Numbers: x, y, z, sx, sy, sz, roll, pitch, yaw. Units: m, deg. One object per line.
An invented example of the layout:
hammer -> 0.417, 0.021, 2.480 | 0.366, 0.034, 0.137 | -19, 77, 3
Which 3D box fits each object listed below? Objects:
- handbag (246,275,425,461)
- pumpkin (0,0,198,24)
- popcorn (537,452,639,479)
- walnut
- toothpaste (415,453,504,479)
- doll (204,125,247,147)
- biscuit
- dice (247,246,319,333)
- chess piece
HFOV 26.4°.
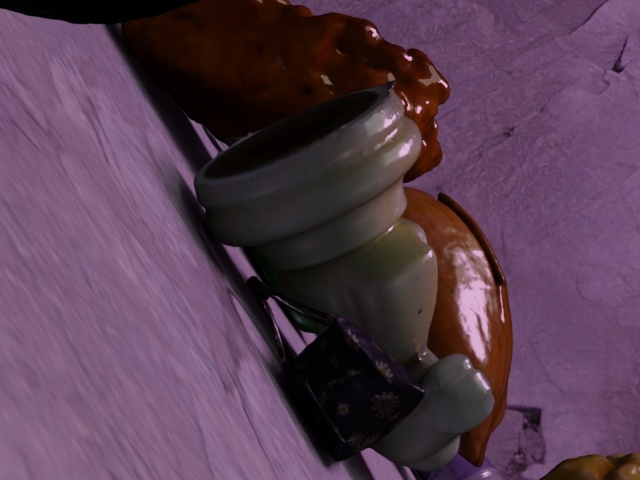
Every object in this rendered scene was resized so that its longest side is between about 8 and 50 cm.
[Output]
handbag -> -0.002, 0.078, 0.906 | 0.139, 0.072, 0.115 | 45, -1, 7
pumpkin -> -0.115, -0.207, 0.535 | 0.248, 0.248, 0.248 | 58, 2, -3
popcorn -> 0.320, 0.357, 1.421 | 0.274, 0.279, 0.335 | 9, -53, 34
walnut -> 0.107, 0.094, 1.456 | 0.209, 0.209, 0.336 | 56, 13, -57
toothpaste -> 0.110, 0.204, 1.619 | 0.371, 0.080, 0.125 | 54, -1, 33
doll -> -0.092, -0.113, 1.653 | 0.115, 0.078, 0.150 | 12, -17, 36
biscuit -> -0.028, -0.152, 1.306 | 0.318, 0.111, 0.312 | 18, -7, 10
dice -> 0.000, 0.000, 1.237 | 0.131, 0.120, 0.128 | 60, -1, -33
chess piece -> 0.038, 0.048, 1.022 | 0.176, 0.175, 0.298 | -116, -179, -74
